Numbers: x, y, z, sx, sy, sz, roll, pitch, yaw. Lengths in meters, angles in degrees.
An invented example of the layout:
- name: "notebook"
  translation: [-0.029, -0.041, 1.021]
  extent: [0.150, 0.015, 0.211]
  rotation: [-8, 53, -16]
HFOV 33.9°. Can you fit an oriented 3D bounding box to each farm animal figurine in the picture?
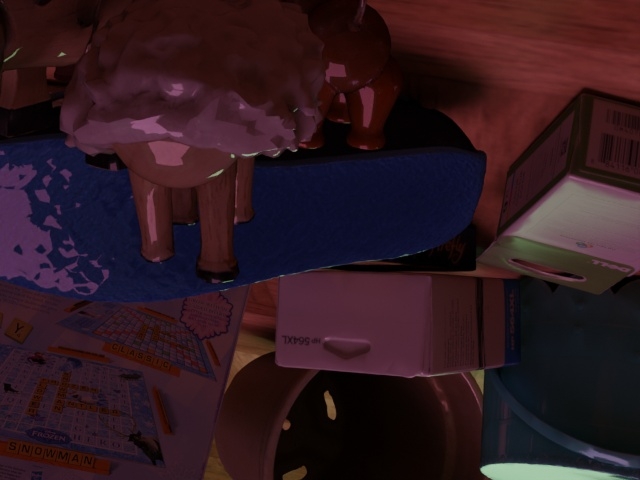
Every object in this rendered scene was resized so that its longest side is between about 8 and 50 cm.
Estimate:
- name: "farm animal figurine"
  translation: [-0.129, -0.132, 0.468]
  extent: [0.331, 0.172, 0.327]
  rotation: [9, -157, 11]

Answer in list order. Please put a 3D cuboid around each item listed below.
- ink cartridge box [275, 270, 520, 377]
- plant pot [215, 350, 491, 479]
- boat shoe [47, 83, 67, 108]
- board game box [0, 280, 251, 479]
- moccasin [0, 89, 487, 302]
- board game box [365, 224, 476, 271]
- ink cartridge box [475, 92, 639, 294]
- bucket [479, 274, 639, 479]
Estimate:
- name: "ink cartridge box"
  translation: [0.074, 0.071, 0.933]
  extent: [0.148, 0.085, 0.203]
  rotation: [0, 176, 30]
- name: "plant pot"
  translation: [0.010, 0.276, 1.437]
  extent: [0.334, 0.333, 0.305]
  rotation: [22, 170, -27]
- name: "boat shoe"
  translation: [-0.209, -0.067, 0.851]
  extent: [0.285, 0.092, 0.103]
  rotation: [0, 156, 31]
- name: "board game box"
  translation: [-0.263, 0.142, 1.156]
  extent: [0.319, 0.317, 0.066]
  rotation: [18, 162, -14]
- name: "moccasin"
  translation: [-0.068, -0.038, 0.663]
  extent: [0.342, 0.116, 0.137]
  rotation: [1, 127, -24]
- name: "board game box"
  translation: [0.000, 0.000, 0.881]
  extent: [0.165, 0.042, 0.243]
  rotation: [-1, 175, 37]
- name: "ink cartridge box"
  translation: [0.195, -0.026, 0.753]
  extent: [0.109, 0.062, 0.209]
  rotation: [14, 162, -4]
- name: "bucket"
  translation: [0.290, 0.161, 1.051]
  extent: [0.281, 0.183, 0.281]
  rotation: [10, 161, 3]
